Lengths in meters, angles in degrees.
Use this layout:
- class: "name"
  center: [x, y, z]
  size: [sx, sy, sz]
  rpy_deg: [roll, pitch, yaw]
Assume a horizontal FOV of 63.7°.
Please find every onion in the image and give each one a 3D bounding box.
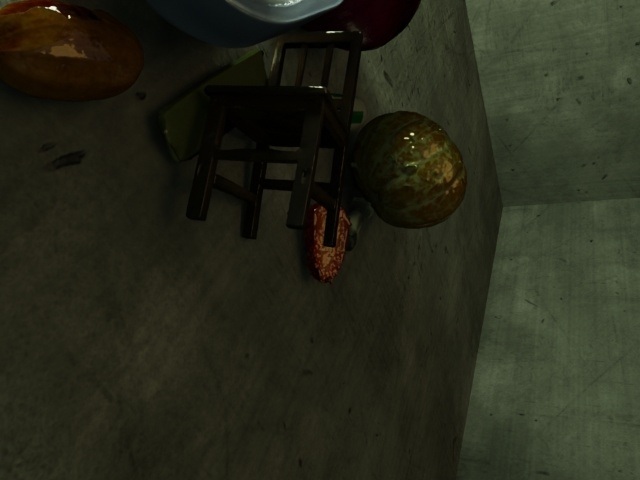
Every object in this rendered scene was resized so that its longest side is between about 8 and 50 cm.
- class: "onion"
  center: [0.133, -0.603, 1.096]
  size: [0.398, 0.420, 0.398]
  rpy_deg: [5, 90, -65]

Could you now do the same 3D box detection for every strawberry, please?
- class: "strawberry"
  center: [0.000, 0.000, 1.166]
  size: [0.121, 0.082, 0.188]
  rpy_deg: [11, 88, -40]

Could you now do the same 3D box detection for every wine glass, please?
- class: "wine glass"
  center: [0.080, -0.043, 1.310]
  size: [0.155, 0.072, 0.072]
  rpy_deg: [-57, 135, -47]

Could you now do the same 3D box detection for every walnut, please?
- class: "walnut"
  center: [-0.301, -0.221, 0.605]
  size: [0.207, 0.116, 0.115]
  rpy_deg: [-27, 111, -51]

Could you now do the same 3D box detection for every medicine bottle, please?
- class: "medicine bottle"
  center: [0.019, -0.294, 1.193]
  size: [0.260, 0.095, 0.095]
  rpy_deg: [-25, 110, -61]

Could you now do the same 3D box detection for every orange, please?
- class: "orange"
  center: [0.224, -0.178, 1.359]
  size: [0.249, 0.329, 0.329]
  rpy_deg: [-34, 125, -13]

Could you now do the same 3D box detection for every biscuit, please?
- class: "biscuit"
  center: [-0.175, -0.238, 0.891]
  size: [0.322, 0.038, 0.099]
  rpy_deg: [-56, 142, -46]

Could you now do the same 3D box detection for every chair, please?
- class: "chair"
  center: [-0.057, -0.214, 0.871]
  size: [0.240, 0.203, 0.415]
  rpy_deg: [26, 70, -71]

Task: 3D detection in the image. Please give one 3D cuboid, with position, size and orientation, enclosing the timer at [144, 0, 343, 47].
- class: "timer"
  center: [-0.134, -0.458, 0.695]
  size: [0.395, 0.173, 0.394]
  rpy_deg: [2, 87, -47]

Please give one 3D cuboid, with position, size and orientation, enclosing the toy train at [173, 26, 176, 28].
- class: "toy train"
  center: [-0.194, -0.452, 0.828]
  size: [0.157, 0.105, 0.253]
  rpy_deg: [-17, 101, -47]
